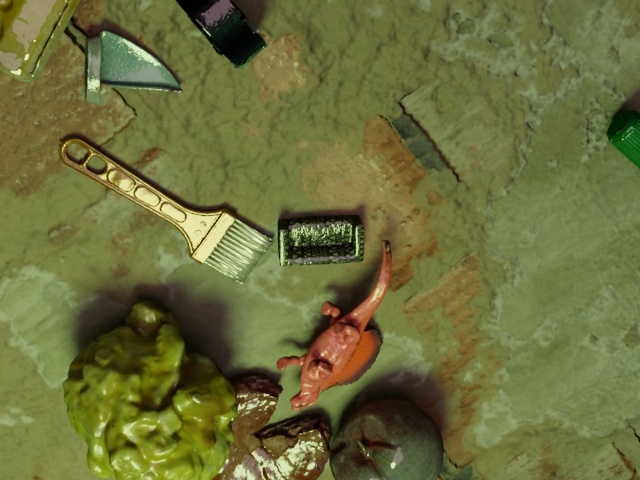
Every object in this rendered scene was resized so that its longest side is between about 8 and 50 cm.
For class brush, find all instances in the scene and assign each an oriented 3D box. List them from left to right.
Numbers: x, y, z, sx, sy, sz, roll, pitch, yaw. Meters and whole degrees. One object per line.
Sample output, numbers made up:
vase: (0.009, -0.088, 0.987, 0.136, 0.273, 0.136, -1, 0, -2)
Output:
brush: (-0.212, -0.048, 1.329, 0.314, 0.017, 0.090, 32, 105, -18)

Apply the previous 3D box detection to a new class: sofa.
sofa: (0.000, 0.000, 1.364, 0.117, 0.039, 0.060, -3, 112, -7)

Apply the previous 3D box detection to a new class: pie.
pie: (-0.091, 0.306, 1.473, 0.218, 0.054, 0.204, 28, 106, -17)

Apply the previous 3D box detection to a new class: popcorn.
popcorn: (-0.226, 0.212, 1.341, 0.236, 0.206, 0.252, 11, 84, 13)

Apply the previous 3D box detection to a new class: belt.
belt: (-0.123, -0.266, 1.196, 0.058, 0.105, 0.140, -41, 137, 6)

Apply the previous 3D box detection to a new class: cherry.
cherry: (0.104, 0.311, 1.459, 0.176, 0.140, 0.176, -17, 139, -16)

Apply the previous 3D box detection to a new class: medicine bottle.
medicine bottle: (0.523, -0.075, 1.384, 0.309, 0.076, 0.111, 35, 98, -20)

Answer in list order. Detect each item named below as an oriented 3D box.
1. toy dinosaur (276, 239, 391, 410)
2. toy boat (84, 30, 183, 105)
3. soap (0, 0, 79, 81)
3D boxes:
toy dinosaur: (0.056, 0.137, 1.412, 0.139, 0.070, 0.286, 26, 106, -40)
toy boat: (-0.236, -0.216, 1.251, 0.122, 0.034, 0.096, 0, 113, -17)
soap: (-0.369, -0.390, 1.088, 0.293, 0.156, 0.335, 26, 107, -20)
